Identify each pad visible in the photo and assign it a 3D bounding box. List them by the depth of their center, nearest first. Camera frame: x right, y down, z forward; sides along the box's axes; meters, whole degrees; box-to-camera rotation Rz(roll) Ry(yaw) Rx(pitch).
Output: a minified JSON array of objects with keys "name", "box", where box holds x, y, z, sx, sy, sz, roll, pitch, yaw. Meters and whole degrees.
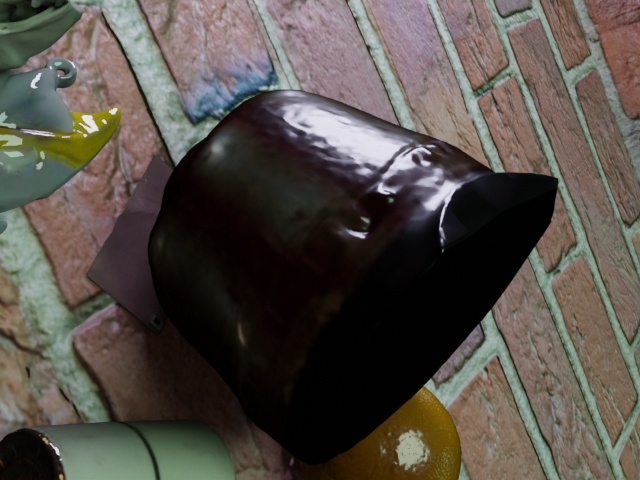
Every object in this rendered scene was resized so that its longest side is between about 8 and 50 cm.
[{"name":"pad","box":[-0.185,0.002,0.986,0.113,0.006,0.188,47,45,-30]}]

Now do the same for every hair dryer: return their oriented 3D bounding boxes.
[{"name":"hair dryer","box":[-0.106,0.267,0.721,0.203,0.362,0.128,12,99,-50]}]

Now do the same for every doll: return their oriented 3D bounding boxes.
[{"name":"doll","box":[-0.315,-0.069,0.778,0.103,0.145,0.316,87,24,-52]}]

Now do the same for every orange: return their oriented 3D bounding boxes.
[{"name":"orange","box":[0.072,0.261,1.067,0.206,0.206,0.206,22,60,-46]}]

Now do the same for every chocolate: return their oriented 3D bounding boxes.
[{"name":"chocolate","box":[0.000,0.000,0.919,0.331,0.384,0.383,44,31,21]}]

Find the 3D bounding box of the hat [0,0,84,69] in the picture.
[{"name":"hat","box":[-0.372,-0.202,0.736,0.258,0.168,0.301,46,64,6]}]
